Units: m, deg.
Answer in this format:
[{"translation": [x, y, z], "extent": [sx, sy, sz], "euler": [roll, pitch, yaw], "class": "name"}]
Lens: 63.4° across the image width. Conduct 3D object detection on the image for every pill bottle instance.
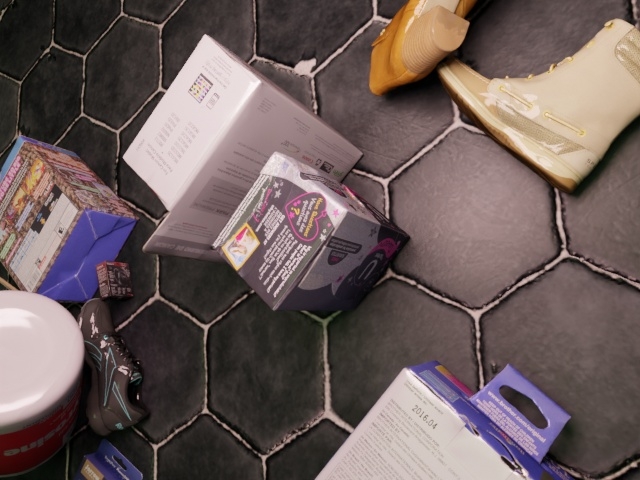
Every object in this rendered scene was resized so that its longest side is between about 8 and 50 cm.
[{"translation": [-0.557, 0.284, 0.935], "extent": [0.229, 0.229, 0.407], "euler": [58, 141, 22], "class": "pill bottle"}]

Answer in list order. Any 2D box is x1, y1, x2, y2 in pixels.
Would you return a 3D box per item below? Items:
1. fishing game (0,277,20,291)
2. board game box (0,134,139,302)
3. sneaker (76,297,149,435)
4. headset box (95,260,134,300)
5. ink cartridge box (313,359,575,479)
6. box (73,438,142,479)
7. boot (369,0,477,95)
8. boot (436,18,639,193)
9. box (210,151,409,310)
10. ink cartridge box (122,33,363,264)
[{"translation": [-0.613, 0.191, 1.072], "extent": [0.189, 0.041, 0.264], "euler": [35, 135, 9], "class": "fishing game"}, {"translation": [-0.574, -0.044, 1.119], "extent": [0.291, 0.141, 0.232], "euler": [40, 101, 27], "class": "board game box"}, {"translation": [-0.405, 0.240, 1.028], "extent": [0.106, 0.101, 0.267], "euler": [-16, 80, 9], "class": "sneaker"}, {"translation": [-0.423, 0.080, 1.066], "extent": [0.032, 0.062, 0.083], "euler": [-23, 73, 22], "class": "headset box"}, {"translation": [0.152, 0.346, 0.672], "extent": [0.270, 0.151, 0.395], "euler": [41, 103, 26], "class": "ink cartridge box"}, {"translation": [-0.446, 0.527, 1.026], "extent": [0.136, 0.036, 0.225], "euler": [26, 94, 28], "class": "box"}, {"translation": [0.167, -0.367, 0.769], "extent": [0.295, 0.104, 0.211], "euler": [-66, 20, -7], "class": "boot"}, {"translation": [0.309, -0.220, 0.706], "extent": [0.203, 0.095, 0.262], "euler": [-48, 66, 14], "class": "boot"}, {"translation": [0.000, 0.000, 0.749], "extent": [0.142, 0.247, 0.163], "euler": [42, 102, 25], "class": "box"}, {"translation": [-0.119, -0.104, 0.793], "extent": [0.130, 0.309, 0.272], "euler": [45, 103, 26], "class": "ink cartridge box"}]
